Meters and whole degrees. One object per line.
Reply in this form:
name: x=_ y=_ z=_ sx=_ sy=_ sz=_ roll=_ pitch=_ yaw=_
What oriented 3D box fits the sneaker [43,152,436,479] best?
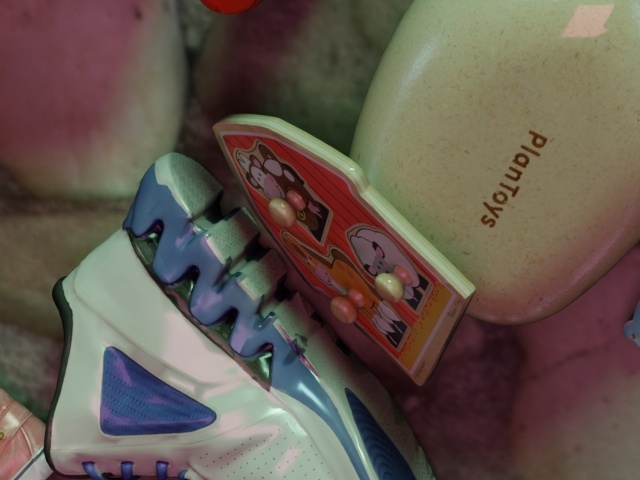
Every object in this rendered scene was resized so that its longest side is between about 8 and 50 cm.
sneaker: x=-0.067 y=0.119 z=1.084 sx=0.182 sy=0.127 sz=0.315 roll=-36 pitch=88 yaw=17

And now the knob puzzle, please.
knob puzzle: x=0.000 y=0.000 z=1.015 sx=0.030 sy=0.213 sz=0.213 roll=-42 pitch=94 yaw=-18

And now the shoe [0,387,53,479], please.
shoe: x=-0.254 y=0.175 z=1.144 sx=0.081 sy=0.063 sz=0.178 roll=44 pitch=98 yaw=-2

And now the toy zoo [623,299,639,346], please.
toy zoo: x=0.325 y=0.047 z=1.011 sx=0.293 sy=0.030 sz=0.192 roll=-4 pitch=106 yaw=30

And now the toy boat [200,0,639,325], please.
toy boat: x=0.073 y=-0.113 z=1.000 sx=0.318 sy=0.148 sz=0.267 roll=33 pitch=122 yaw=-3
